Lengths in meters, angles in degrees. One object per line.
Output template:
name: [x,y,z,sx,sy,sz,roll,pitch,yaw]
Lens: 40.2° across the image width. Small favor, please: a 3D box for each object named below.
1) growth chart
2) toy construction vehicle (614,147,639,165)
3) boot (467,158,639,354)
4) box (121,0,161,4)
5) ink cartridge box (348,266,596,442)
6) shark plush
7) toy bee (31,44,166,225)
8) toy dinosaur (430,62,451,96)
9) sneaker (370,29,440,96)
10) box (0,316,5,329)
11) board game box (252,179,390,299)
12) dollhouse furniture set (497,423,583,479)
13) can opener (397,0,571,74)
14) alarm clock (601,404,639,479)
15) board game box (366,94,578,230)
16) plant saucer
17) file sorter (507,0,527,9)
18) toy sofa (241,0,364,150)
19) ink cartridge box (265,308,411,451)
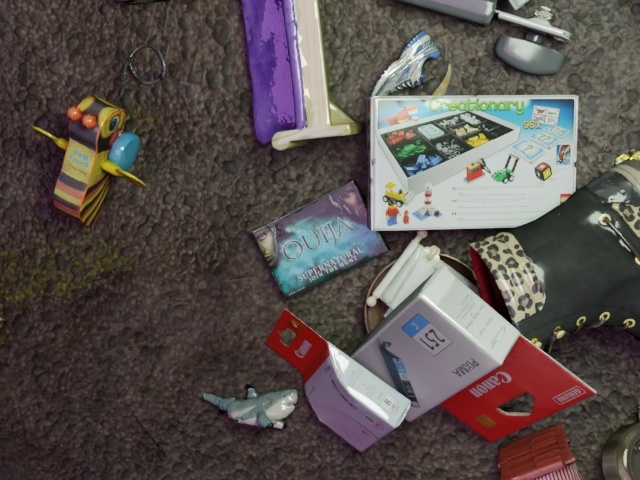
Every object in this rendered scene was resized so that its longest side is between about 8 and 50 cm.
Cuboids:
growth chart: [0.186,0.120,1.336,0.237,0.021,0.172,42,104,3]
toy construction vehicle: [0.489,-0.117,1.274,0.098,0.035,0.086,-34,91,13]
boot: [0.393,0.106,1.226,0.284,0.138,0.377,-22,95,-8]
box: [-0.233,-0.487,1.349,0.175,0.051,0.220,-4,97,11]
ink cartridge box: [0.194,0.193,1.228,0.261,0.296,0.066,39,59,2]
shark plush: [-0.115,0.271,1.452,0.161,0.073,0.067,2,79,31]
toy bee: [-0.364,-0.163,1.366,0.195,0.162,0.298,6,99,12]
toy dinosaur: [0.156,-0.176,1.320,0.092,0.053,0.183,44,103,3]
sneaker: [0.128,-0.248,1.317,0.058,0.052,0.135,41,104,-2]
box: [-0.593,0.181,1.469,0.027,0.137,0.094,30,102,5]
board game box: [0.000,0.000,1.388,0.186,0.026,0.126,-27,93,13]
dollhouse furniture set: [0.250,0.458,1.342,0.374,0.152,0.201,-26,93,13]
can opener: [0.229,-0.323,1.274,0.280,0.074,0.093,23,102,7]
alarm clock: [0.479,0.350,1.290,0.129,0.064,0.192,35,71,0]
board game box: [0.219,-0.114,1.273,0.305,0.053,0.193,-1,98,-7]
plant saucer: [0.169,0.113,1.368,0.198,0.036,0.199,2,99,11]
file sorter: [0.297,-0.497,1.161,0.277,0.193,0.173,-38,55,13]
toy sofa: [-0.048,-0.317,1.289,0.177,0.150,0.363,-5,97,10]
ink cartridge box: [0.009,0.221,1.344,0.232,0.189,0.066,33,63,2]
